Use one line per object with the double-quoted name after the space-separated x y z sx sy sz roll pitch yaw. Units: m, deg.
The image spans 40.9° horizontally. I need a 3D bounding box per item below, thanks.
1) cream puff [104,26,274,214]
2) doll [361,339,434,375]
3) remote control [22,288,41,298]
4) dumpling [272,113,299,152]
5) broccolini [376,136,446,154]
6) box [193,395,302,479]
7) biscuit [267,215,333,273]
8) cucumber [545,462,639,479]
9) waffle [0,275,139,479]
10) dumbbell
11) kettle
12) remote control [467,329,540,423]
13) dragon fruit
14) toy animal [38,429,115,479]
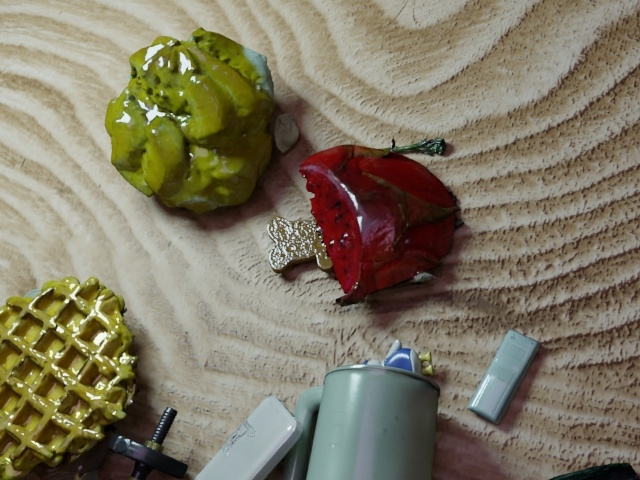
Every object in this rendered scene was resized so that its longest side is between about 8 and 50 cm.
-0.267 -0.254 1.706 0.378 0.275 0.378 -5 67 13 "cream puff"
0.125 0.224 1.495 0.143 0.057 0.098 -12 83 11 "doll"
-0.509 0.169 1.700 0.221 0.042 0.078 28 76 26 "remote control"
-0.071 -0.223 1.759 0.076 0.057 0.052 -45 62 -8 "dumpling"
0.179 -0.178 1.693 0.140 0.030 0.035 -9 99 16 "broccolini"
-0.149 0.394 1.449 0.285 0.044 0.142 -48 24 -5 "box"
0.000 0.000 1.647 0.205 0.031 0.138 -11 61 8 "biscuit"
0.404 0.408 1.323 0.193 0.086 0.115 -19 60 -2 "cucumber"
-0.513 0.242 1.574 0.380 0.095 0.382 -20 57 5 "waffle"
-0.327 0.436 1.464 0.143 0.143 0.325 17 71 22 "dumbbell"
0.066 0.381 1.379 0.205 0.265 0.318 15 66 -13 "kettle"
0.312 0.228 1.457 0.061 0.029 0.162 25 73 22 "remote control"
0.117 -0.070 1.596 0.282 0.100 0.343 -15 60 -8 "dragon fruit"
-0.457 0.386 1.561 0.188 0.089 0.179 -34 55 -3 "toy animal"
